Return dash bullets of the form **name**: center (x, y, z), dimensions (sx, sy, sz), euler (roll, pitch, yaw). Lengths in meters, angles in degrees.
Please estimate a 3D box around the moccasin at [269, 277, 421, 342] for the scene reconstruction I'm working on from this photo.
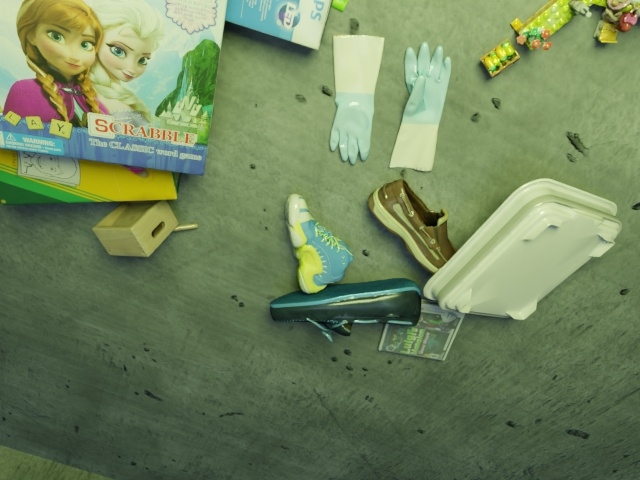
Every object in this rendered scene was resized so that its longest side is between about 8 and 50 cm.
- **moccasin**: center (0.054, 0.165, 1.013), dimensions (0.342, 0.138, 0.117), euler (-6, 102, 13)

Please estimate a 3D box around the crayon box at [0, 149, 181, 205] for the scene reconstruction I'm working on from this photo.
- **crayon box**: center (-0.423, -0.238, 0.762), dimensions (0.313, 0.106, 0.363), euler (-2, 129, -5)

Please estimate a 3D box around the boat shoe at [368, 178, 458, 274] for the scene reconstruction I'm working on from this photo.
- **boat shoe**: center (0.211, -0.019, 0.884), dimensions (0.257, 0.095, 0.095), euler (38, 129, -20)

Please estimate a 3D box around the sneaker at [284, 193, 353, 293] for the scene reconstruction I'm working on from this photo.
- **sneaker**: center (0.000, 0.000, 0.953), dimensions (0.126, 0.091, 0.240), euler (-12, 127, -6)

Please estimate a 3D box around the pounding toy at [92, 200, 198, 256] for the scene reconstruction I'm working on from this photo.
- **pounding toy**: center (-0.360, -0.028, 0.951), dimensions (0.130, 0.141, 0.100), euler (1, 129, 25)

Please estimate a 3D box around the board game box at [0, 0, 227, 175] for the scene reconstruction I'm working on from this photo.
- **board game box**: center (-0.307, -0.258, 0.643), dimensions (0.319, 0.066, 0.318), euler (5, 131, -17)

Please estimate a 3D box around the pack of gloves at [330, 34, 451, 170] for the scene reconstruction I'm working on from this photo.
- **pack of gloves**: center (0.113, -0.220, 0.777), dimensions (0.195, 0.046, 0.232), euler (4, 128, 4)

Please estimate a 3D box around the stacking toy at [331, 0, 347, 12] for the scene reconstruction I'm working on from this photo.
- **stacking toy**: center (-0.007, -0.420, 0.570), dimensions (0.167, 0.052, 0.221), euler (21, 92, -9)

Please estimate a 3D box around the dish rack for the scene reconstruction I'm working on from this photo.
- **dish rack**: center (0.393, 0.047, 0.872), dimensions (0.285, 0.072, 0.333), euler (11, 130, -28)

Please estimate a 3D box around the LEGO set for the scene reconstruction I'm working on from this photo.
- **LEGO set**: center (0.380, -0.301, 0.637), dimensions (0.287, 0.107, 0.132), euler (-5, 127, 11)

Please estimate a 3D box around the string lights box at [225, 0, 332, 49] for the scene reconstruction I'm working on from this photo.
- **string lights box**: center (-0.106, -0.388, 0.655), dimensions (0.260, 0.077, 0.133), euler (16, 128, -5)

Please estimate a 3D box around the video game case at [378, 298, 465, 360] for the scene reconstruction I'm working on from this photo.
- **video game case**: center (0.244, 0.218, 1.114), dimensions (0.173, 0.022, 0.190), euler (9, 128, 1)
